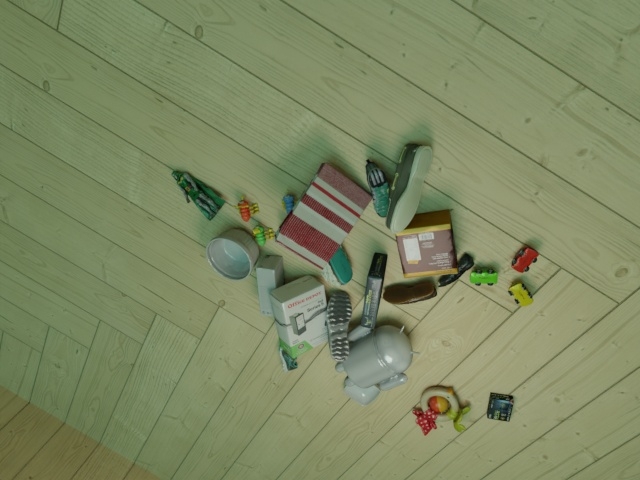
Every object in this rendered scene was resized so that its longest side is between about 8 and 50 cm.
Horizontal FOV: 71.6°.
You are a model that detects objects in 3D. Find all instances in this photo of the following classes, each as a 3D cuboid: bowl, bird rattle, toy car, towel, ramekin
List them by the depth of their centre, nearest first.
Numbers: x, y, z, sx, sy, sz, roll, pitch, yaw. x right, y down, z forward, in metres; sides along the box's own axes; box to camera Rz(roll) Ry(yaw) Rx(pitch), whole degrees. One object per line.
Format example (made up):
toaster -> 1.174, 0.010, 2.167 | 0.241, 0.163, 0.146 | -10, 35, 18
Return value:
towel -> 0.011, -0.081, 1.574 | 0.237, 0.037, 0.329 | 33, 94, -27
toy car -> 0.659, 0.126, 1.613 | 0.225, 0.053, 0.239 | 0, 116, 16
ramekin -> -0.346, 0.051, 1.799 | 0.207, 0.109, 0.207 | 12, 126, 17
bird rattle -> 0.521, 0.734, 1.949 | 0.253, 0.143, 0.207 | -10, 102, 33
bowl -> 0.190, 0.668, 2.016 | 0.142, 0.053, 0.142 | 35, 121, -4

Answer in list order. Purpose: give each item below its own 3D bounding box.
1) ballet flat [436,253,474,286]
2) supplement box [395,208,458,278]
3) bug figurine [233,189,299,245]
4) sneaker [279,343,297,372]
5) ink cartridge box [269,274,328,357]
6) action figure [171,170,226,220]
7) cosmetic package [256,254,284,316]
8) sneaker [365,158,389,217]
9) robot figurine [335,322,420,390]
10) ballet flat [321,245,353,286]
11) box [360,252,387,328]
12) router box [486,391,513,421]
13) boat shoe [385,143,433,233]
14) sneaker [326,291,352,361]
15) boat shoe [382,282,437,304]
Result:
ballet flat -> 0.502, 0.118, 1.663 | 0.173, 0.057, 0.049 | -46, 57, 28
supplement box -> 0.380, 0.014, 1.586 | 0.191, 0.129, 0.194 | -8, 114, 18
bug figurine -> -0.196, -0.082, 1.726 | 0.279, 0.072, 0.216 | -6, 115, 17
sneaker -> -0.146, 0.530, 2.041 | 0.076, 0.065, 0.166 | -10, 118, 2
ink cartridge box -> -0.078, 0.308, 1.813 | 0.115, 0.198, 0.273 | 28, 134, 52
action figure -> -0.498, -0.191, 1.762 | 0.232, 0.063, 0.137 | 44, 122, -5
cosmetic package -> -0.202, 0.188, 1.841 | 0.085, 0.117, 0.231 | 6, 119, 12
sneaker -> 0.211, -0.185, 1.574 | 0.083, 0.098, 0.224 | -19, 134, 2
robot figurine -> 0.229, 0.474, 1.821 | 0.353, 0.200, 0.300 | -33, 93, 27
ballet flat -> 0.000, 0.000, 1.689 | 0.147, 0.147, 0.409 | -11, 112, 20
box -> 0.205, 0.190, 1.693 | 0.059, 0.183, 0.233 | 9, 119, 10
router box -> 0.764, 0.710, 1.890 | 0.092, 0.038, 0.122 | 4, 117, 14
boat shoe -> 0.281, -0.176, 1.495 | 0.091, 0.109, 0.305 | 26, 102, 42
sneaker -> 0.063, 0.349, 1.812 | 0.105, 0.115, 0.281 | 7, 75, -9
boat shoe -> 0.350, 0.215, 1.732 | 0.207, 0.073, 0.073 | -9, 154, 26
